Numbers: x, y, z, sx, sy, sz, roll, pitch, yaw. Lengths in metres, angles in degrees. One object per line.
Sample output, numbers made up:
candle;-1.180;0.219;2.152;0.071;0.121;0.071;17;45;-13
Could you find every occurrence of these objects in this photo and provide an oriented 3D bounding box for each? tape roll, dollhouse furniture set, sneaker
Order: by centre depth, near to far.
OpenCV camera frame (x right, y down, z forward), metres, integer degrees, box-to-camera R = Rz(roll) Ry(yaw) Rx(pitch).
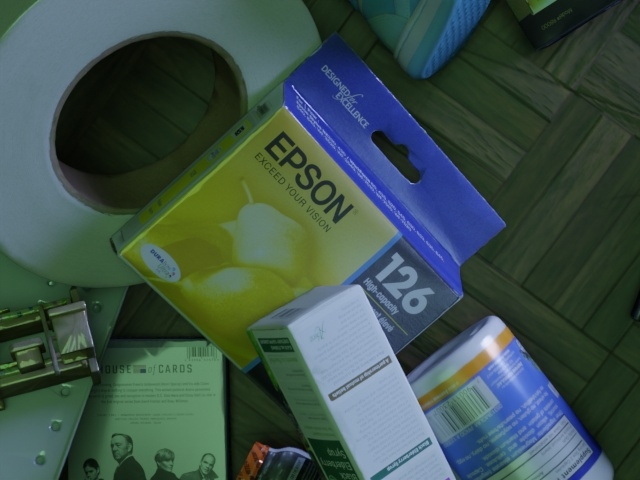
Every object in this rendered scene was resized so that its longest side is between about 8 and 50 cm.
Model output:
tape roll;-0.178;-0.127;1.563;0.392;0.392;0.072;-44;46;5
sneaker;0.092;-0.328;1.570;0.208;0.127;0.319;43;137;15
dollhouse furniture set;-0.321;0.099;1.573;0.182;0.161;0.101;-14;73;-10

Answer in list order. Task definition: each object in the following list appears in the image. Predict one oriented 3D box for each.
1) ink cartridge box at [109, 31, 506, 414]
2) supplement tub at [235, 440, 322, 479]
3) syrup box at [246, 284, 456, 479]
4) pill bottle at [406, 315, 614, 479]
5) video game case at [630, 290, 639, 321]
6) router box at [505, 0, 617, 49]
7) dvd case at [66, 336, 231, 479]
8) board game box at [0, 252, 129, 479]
ink cartridge box;0.000;0.000;1.623;0.307;0.072;0.303;-41;117;7
supplement tub;-0.003;0.293;1.674;0.190;0.117;0.117;26;94;3
syrup box;0.032;0.167;1.570;0.096;0.093;0.237;-30;101;-26
pill bottle;0.205;0.226;1.638;0.152;0.152;0.272;-38;90;5
video game case;0.491;-0.001;1.664;0.248;0.035;0.274;21;94;3
router box;0.289;-0.376;1.608;0.309;0.081;0.243;-32;90;19
dvd case;-0.187;0.224;1.728;0.179;0.029;0.238;-1;92;4
board game box;-0.440;0.146;1.660;0.390;0.050;0.390;18;71;1
